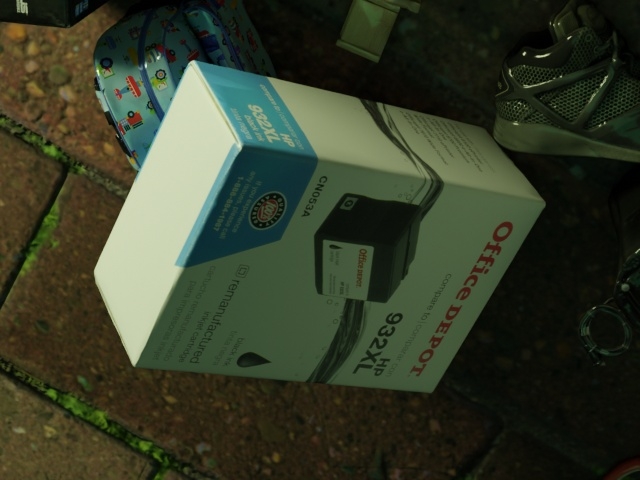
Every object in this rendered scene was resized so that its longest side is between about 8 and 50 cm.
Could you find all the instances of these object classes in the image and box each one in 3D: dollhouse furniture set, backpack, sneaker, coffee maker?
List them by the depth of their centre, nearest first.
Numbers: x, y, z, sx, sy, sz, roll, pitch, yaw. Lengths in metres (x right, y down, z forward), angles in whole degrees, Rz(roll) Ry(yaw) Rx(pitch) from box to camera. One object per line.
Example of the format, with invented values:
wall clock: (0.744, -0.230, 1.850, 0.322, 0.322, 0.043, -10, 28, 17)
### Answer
dollhouse furniture set: (0.113, -0.207, 1.145, 0.161, 0.101, 0.182, 23, 116, 1)
sneaker: (0.261, -0.136, 1.156, 0.227, 0.087, 0.130, 6, 121, 14)
coffee maker: (0.293, 0.003, 1.160, 0.171, 0.178, 0.120, -16, 108, 15)
backpack: (-0.119, -0.133, 1.183, 0.117, 0.173, 0.158, -18, 108, 18)

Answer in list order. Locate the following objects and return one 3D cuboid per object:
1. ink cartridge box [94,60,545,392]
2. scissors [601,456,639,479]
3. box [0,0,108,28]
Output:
ink cartridge box: (0.000, 0.000, 1.157, 0.307, 0.129, 0.223, 9, 122, -34)
scissors: (0.223, 0.287, 1.385, 0.297, 0.021, 0.109, -14, 112, 15)
box: (-0.213, -0.271, 1.137, 0.077, 0.180, 0.147, 7, 114, 9)
